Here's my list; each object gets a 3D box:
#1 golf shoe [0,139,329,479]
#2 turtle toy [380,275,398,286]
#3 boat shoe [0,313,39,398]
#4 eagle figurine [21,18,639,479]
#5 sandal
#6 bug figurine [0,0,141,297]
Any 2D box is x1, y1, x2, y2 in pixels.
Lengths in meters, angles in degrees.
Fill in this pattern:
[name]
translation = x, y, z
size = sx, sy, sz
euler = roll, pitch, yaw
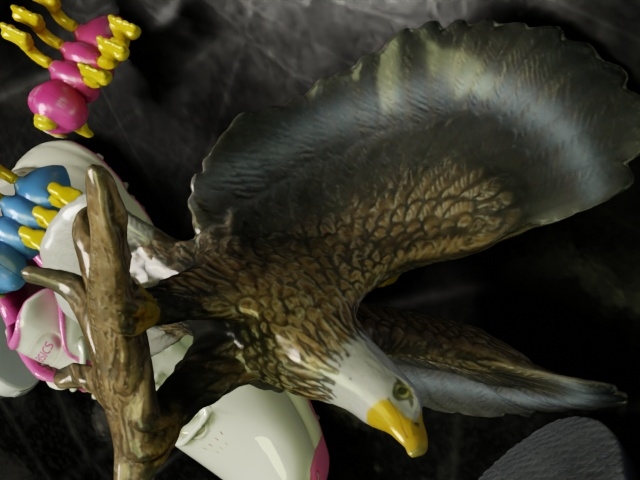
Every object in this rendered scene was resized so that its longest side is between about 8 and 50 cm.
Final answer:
[golf shoe]
translation = -0.128, 0.076, 0.999
size = 0.306, 0.140, 0.115
euler = 45, 131, 8
[turtle toy]
translation = 0.000, 0.000, 0.903
size = 0.095, 0.066, 0.130
euler = 49, 122, 6
[boat shoe]
translation = -0.295, 0.025, 1.151
size = 0.076, 0.080, 0.228
euler = -25, 104, 42
[eagle figurine]
translation = 0.014, 0.030, 0.796
size = 0.225, 0.298, 0.226
euler = 64, 151, 11
[sandal]
translation = 0.143, 0.168, 0.785
size = 0.097, 0.254, 0.054
euler = -31, 109, 1
[bug figurine]
translation = -0.231, -0.087, 0.961
size = 0.279, 0.216, 0.072
euler = 29, 165, 24
